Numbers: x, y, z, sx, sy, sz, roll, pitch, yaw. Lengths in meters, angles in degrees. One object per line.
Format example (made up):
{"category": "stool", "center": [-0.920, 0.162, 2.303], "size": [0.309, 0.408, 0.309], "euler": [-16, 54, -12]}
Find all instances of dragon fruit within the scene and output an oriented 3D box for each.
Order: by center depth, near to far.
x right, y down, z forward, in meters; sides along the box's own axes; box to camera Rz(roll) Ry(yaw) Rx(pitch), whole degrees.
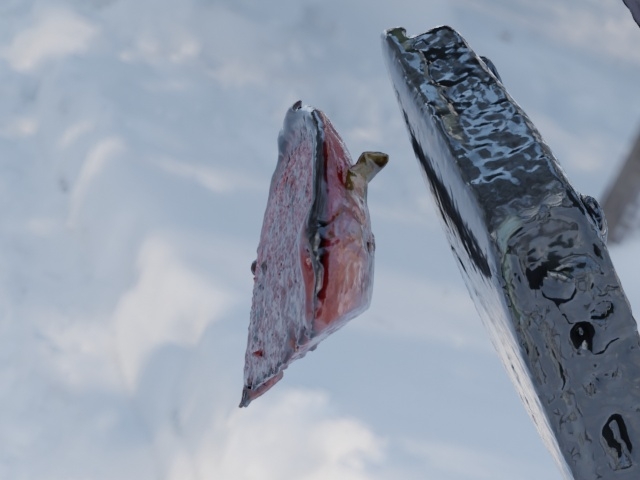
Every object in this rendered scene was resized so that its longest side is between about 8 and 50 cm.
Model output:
{"category": "dragon fruit", "center": [0.000, 0.000, 1.851], "size": [0.100, 0.282, 0.343], "euler": [4, -14, -11]}

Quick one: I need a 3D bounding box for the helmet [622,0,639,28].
{"category": "helmet", "center": [0.324, -0.230, 1.130], "size": [0.271, 0.338, 0.197], "euler": [4, 14, -29]}

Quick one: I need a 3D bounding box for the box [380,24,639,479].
{"category": "box", "center": [0.158, 0.034, 1.451], "size": [0.091, 0.359, 0.350], "euler": [-23, 32, 0]}
